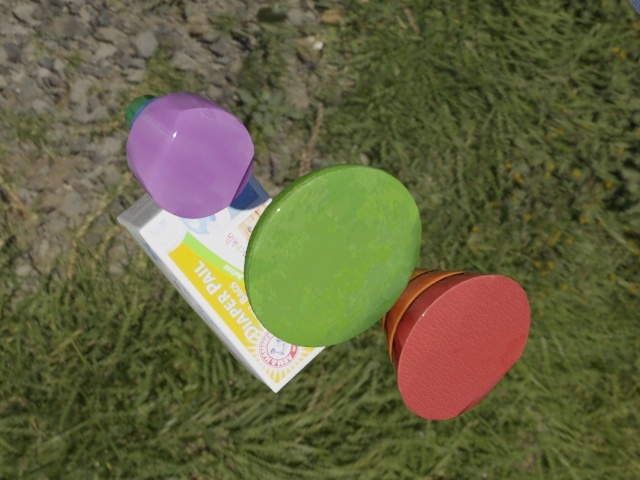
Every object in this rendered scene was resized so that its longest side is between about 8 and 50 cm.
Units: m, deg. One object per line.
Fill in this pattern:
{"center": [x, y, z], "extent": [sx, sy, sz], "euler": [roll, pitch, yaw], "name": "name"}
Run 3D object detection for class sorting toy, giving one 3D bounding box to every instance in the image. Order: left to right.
{"center": [0.000, 0.000, 0.692], "extent": [0.365, 0.126, 0.127], "euler": [35, 94, -39], "name": "sorting toy"}

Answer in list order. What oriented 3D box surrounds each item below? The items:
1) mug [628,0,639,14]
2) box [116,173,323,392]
{"center": [0.400, -0.323, 0.807], "extent": [0.328, 0.374, 0.276], "euler": [-44, 140, 3], "name": "mug"}
{"center": [-0.076, 0.025, 0.929], "extent": [0.114, 0.103, 0.203], "euler": [-43, 111, -12], "name": "box"}
